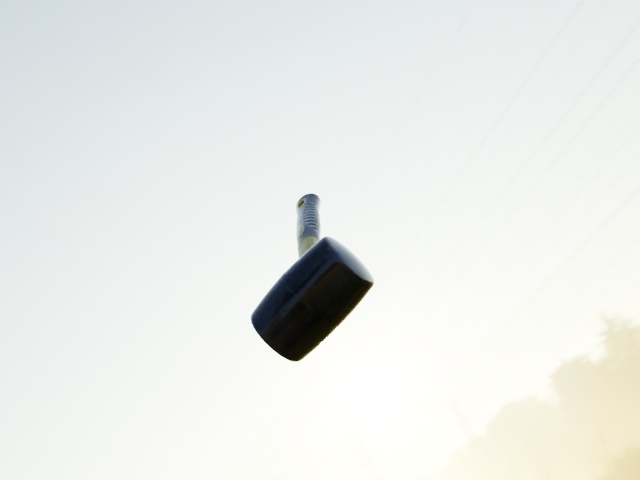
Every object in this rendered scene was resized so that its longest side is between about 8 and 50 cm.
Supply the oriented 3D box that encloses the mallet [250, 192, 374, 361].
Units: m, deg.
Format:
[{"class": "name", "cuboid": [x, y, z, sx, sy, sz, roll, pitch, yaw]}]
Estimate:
[{"class": "mallet", "cuboid": [0.000, 0.000, 0.614, 0.062, 0.039, 0.190, -44, 14, 20]}]
